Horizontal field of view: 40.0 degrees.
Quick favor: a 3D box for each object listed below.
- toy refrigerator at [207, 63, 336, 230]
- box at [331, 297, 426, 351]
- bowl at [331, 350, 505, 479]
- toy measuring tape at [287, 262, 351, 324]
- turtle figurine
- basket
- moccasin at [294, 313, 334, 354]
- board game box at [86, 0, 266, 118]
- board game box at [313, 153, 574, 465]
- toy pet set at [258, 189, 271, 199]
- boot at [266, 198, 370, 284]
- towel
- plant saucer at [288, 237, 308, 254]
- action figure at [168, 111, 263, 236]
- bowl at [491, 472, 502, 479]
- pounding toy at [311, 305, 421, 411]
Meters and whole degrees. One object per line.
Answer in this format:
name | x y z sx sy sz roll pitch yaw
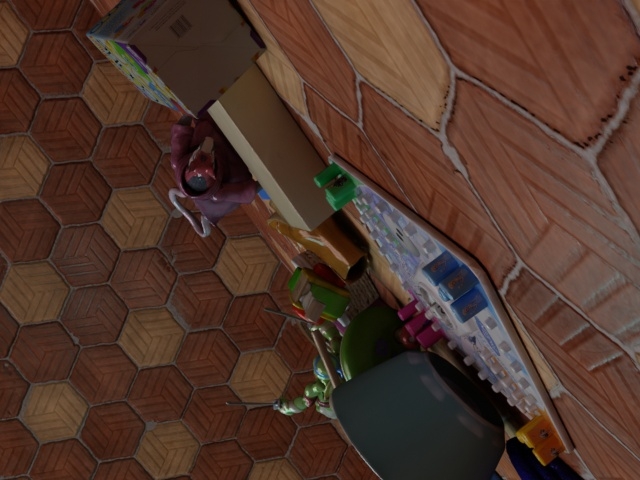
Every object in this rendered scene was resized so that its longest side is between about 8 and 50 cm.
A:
toy refrigerator | -0.073 -0.151 1.421 0.269 0.094 0.102 54 167 -18
box | 0.153 0.255 1.893 0.243 0.117 0.213 57 172 -30
bowl | 0.185 0.301 1.455 0.311 0.163 0.311 41 -170 -9
toy measuring tape | 0.009 0.113 1.633 0.121 0.121 0.330 54 179 -11
turtle figurine | -0.023 0.261 1.815 0.266 0.275 0.197 57 -153 -62
basket | 0.033 0.082 1.869 0.167 0.103 0.113 44 169 49
moccasin | 0.084 0.273 2.072 0.380 0.139 0.147 51 -179 -22
board game box | -0.218 -0.291 1.285 0.142 0.144 0.275 48 172 -29
board game box | 0.164 0.094 1.241 0.390 0.050 0.390 57 173 -36
toy pet set | -0.095 -0.098 1.965 0.122 0.065 0.114 47 172 37
boot | 0.001 -0.001 1.682 0.211 0.104 0.295 45 178 5
towel | 0.410 0.465 1.393 0.308 0.076 0.228 56 172 -29
plant saucer | -0.033 0.023 2.307 0.200 0.037 0.200 51 173 9
action figure | -0.243 -0.147 1.752 0.248 0.276 0.370 46 -172 -6
bowl | 0.465 0.696 2.252 0.391 0.077 0.391 52 173 9
pounding toy | 0.119 0.220 1.642 0.110 0.237 0.182 -8 95 56
